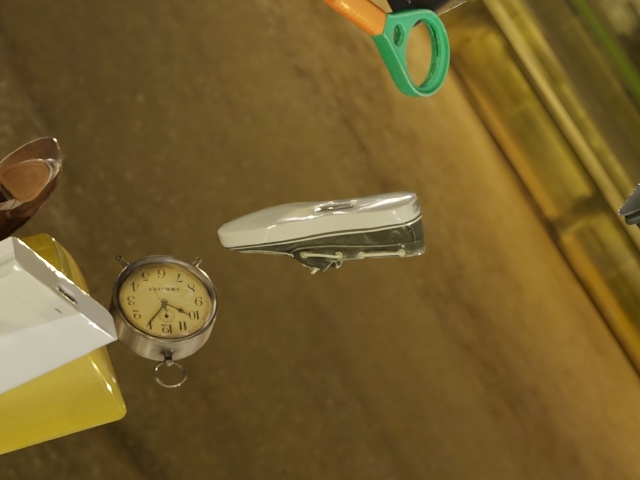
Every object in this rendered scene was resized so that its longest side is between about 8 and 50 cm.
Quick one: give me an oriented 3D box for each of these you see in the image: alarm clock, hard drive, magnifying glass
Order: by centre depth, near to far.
[{"bbox_3d":[-0.384,0.112,1.738,0.203,0.308,0.040,48,20,-56],"label":"hard drive"},{"bbox_3d":[0.072,-0.214,1.791,0.231,0.026,0.092,25,74,-54],"label":"magnifying glass"},{"bbox_3d":[-0.191,0.100,2.126,0.064,0.129,0.192,109,-22,-47],"label":"alarm clock"}]

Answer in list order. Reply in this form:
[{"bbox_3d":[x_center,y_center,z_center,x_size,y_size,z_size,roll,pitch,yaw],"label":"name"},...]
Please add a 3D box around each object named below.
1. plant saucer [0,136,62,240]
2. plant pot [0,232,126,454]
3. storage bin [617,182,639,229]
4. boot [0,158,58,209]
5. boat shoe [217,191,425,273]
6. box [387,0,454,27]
[{"bbox_3d":[-0.364,-0.051,2.072,0.029,0.168,0.168,43,11,12],"label":"plant saucer"},{"bbox_3d":[-0.370,0.113,2.120,0.187,0.212,0.212,92,-21,-58],"label":"plant pot"},{"bbox_3d":[0.359,-0.028,1.702,0.091,0.098,0.135,56,44,-10],"label":"storage bin"},{"bbox_3d":[-0.302,-0.066,1.829,0.042,0.118,0.087,61,33,-6],"label":"boot"},{"bbox_3d":[0.000,0.000,1.818,0.078,0.219,0.070,-52,133,-64],"label":"boat shoe"},{"bbox_3d":[0.169,-0.434,1.842,0.293,0.212,0.395,62,-19,-2],"label":"box"}]
